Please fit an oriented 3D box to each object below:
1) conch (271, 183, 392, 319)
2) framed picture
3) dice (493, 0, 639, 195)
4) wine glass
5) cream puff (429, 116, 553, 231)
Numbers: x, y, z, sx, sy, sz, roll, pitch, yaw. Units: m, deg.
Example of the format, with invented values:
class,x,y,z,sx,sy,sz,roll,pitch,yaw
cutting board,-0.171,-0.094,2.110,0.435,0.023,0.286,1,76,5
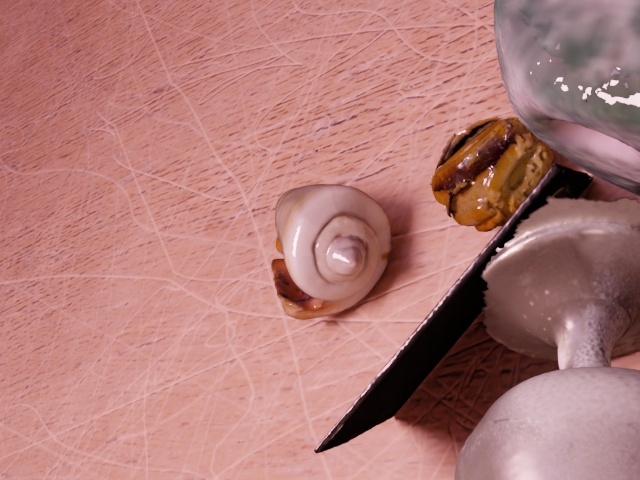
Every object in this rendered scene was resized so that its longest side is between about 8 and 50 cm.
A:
class,x,y,z,sx,sy,sz,roll,pitch,yaw
conch,0.012,0.000,1.506,0.255,0.127,0.158,-111,21,-71
framed picture,0.132,0.061,1.226,0.013,0.244,0.324,41,102,13
dice,0.356,-0.179,0.956,0.330,0.348,0.327,19,86,49
wine glass,0.217,0.159,1.025,0.238,0.238,0.322,-33,41,34
cream puff,0.178,-0.069,1.336,0.133,0.104,0.119,-35,10,21
